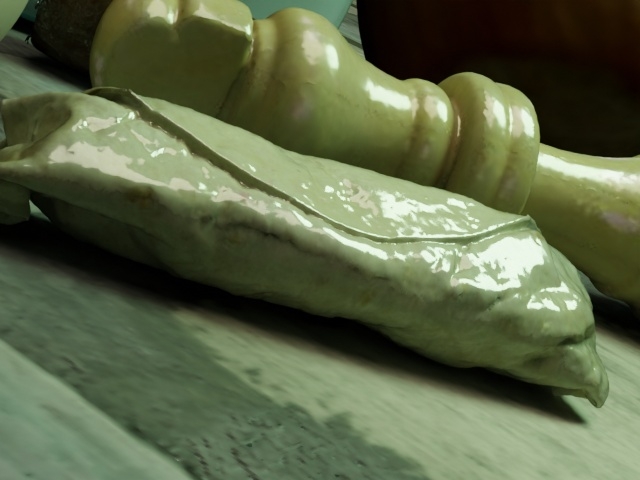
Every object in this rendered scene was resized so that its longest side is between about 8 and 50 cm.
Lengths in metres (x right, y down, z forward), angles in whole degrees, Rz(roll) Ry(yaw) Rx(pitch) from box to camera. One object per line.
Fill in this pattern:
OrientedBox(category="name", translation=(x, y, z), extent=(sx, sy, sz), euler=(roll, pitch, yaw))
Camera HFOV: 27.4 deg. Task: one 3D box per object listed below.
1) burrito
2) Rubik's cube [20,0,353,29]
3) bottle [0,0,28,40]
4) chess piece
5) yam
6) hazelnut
OrientedBox(category="burrito", translation=(0.000, 0.000, 0.512), extent=(0.275, 0.059, 0.082), euler=(18, 29, -22))
OrientedBox(category="Rubik's cube", translation=(-0.130, -0.331, 0.924), extent=(0.352, 0.347, 0.352), euler=(18, 14, -24))
OrientedBox(category="bottle", translation=(-0.198, -0.107, 0.416), extent=(0.148, 0.147, 0.236), euler=(26, 18, 6))
OrientedBox(category="chess piece", translation=(0.071, -0.042, 0.692), extent=(0.397, 0.117, 0.117), euler=(17, 15, -19))
OrientedBox(category="yam", translation=(-0.088, -0.114, 0.756), extent=(0.141, 0.079, 0.079), euler=(25, 14, -4))
OrientedBox(category="hazelnut", translation=(0.184, -0.210, 1.015), extent=(0.366, 0.365, 0.366), euler=(23, 14, -6))
